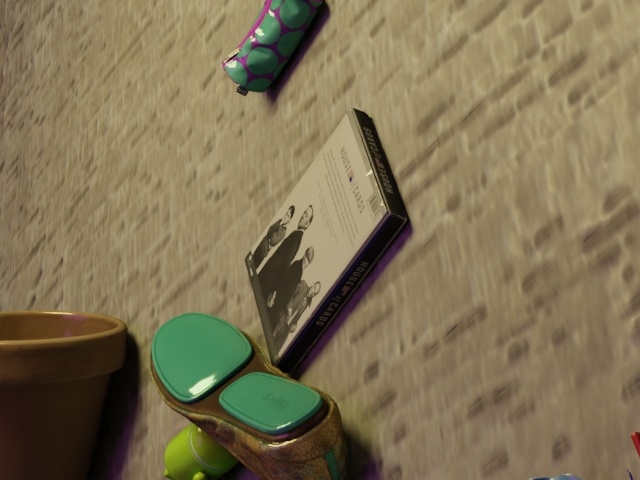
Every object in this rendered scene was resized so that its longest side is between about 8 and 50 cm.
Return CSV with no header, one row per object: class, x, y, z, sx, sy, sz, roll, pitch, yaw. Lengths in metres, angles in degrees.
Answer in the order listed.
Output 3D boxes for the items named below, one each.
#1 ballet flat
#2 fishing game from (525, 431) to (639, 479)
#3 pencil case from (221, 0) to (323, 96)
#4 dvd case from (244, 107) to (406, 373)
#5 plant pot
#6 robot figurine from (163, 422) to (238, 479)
ballet flat,-0.078,0.177,1.587,0.348,0.123,0.123,25,96,57
fishing game,0.184,0.273,1.164,0.264,0.041,0.189,-44,47,32
pencil case,-0.060,-0.249,1.831,0.152,0.070,0.064,-55,33,27
dvd case,0.000,0.000,1.635,0.239,0.029,0.179,-53,34,30
plant pot,-0.385,0.221,1.999,0.263,0.263,0.229,13,105,61
robot figurine,-0.129,0.235,1.692,0.115,0.067,0.101,-41,30,43
